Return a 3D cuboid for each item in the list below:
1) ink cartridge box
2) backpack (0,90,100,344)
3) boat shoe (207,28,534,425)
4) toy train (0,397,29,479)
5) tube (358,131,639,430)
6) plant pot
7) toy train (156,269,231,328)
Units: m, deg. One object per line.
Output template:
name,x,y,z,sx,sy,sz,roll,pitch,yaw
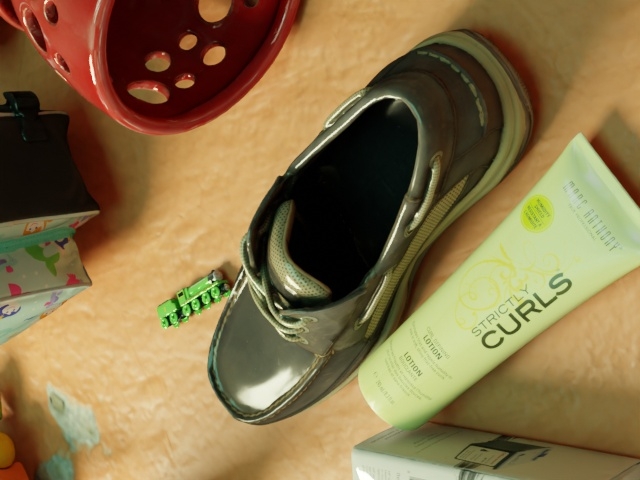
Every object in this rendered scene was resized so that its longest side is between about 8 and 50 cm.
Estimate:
ink cartridge box,0.121,0.209,1.106,0.190,0.082,0.139,5,105,37
backpack,-0.322,0.004,1.328,0.253,0.225,0.191,-20,83,45
boat shoe,0.000,0.000,1.119,0.132,0.130,0.355,47,126,21
toy train,-0.288,0.194,1.438,0.248,0.105,0.143,-28,70,40
tube,0.118,0.037,1.083,0.070,0.062,0.240,33,125,-19
plant pot,-0.135,-0.193,1.144,0.174,0.191,0.191,34,121,31
toy train,-0.101,0.047,1.291,0.083,0.017,0.024,-32,70,40
